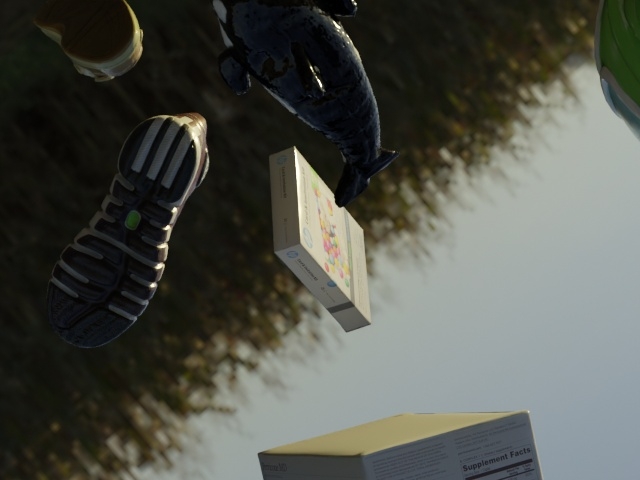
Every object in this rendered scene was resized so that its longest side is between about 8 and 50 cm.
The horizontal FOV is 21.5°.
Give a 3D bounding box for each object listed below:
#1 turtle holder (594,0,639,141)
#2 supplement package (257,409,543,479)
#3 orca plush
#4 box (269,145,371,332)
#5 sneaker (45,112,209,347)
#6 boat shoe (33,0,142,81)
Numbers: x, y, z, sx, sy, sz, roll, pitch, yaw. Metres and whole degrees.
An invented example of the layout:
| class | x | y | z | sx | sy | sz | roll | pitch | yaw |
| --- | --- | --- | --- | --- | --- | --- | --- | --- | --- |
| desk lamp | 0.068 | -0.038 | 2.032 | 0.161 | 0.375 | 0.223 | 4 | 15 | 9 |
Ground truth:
| class | x | y | z | sx | sy | sz | roll | pitch | yaw |
| --- | --- | --- | --- | --- | --- | --- | --- | --- | --- |
| turtle holder | 0.329 | -0.168 | 1.446 | 0.227 | 0.320 | 0.243 | 95 | 13 | -67 |
| supplement package | 0.086 | 0.273 | 1.797 | 0.204 | 0.145 | 0.262 | -12 | 179 | -26 |
| orca plush | -0.020 | -0.149 | 1.649 | 0.151 | 0.287 | 0.102 | -16 | -151 | 7 |
| box | 0.000 | 0.000 | 1.970 | 0.038 | 0.186 | 0.145 | -20 | -131 | 20 |
| sneaker | -0.188 | -0.018 | 1.821 | 0.281 | 0.106 | 0.162 | -58 | 178 | 20 |
| boat shoe | -0.155 | -0.140 | 1.181 | 0.056 | 0.048 | 0.153 | -47 | -148 | -10 |
